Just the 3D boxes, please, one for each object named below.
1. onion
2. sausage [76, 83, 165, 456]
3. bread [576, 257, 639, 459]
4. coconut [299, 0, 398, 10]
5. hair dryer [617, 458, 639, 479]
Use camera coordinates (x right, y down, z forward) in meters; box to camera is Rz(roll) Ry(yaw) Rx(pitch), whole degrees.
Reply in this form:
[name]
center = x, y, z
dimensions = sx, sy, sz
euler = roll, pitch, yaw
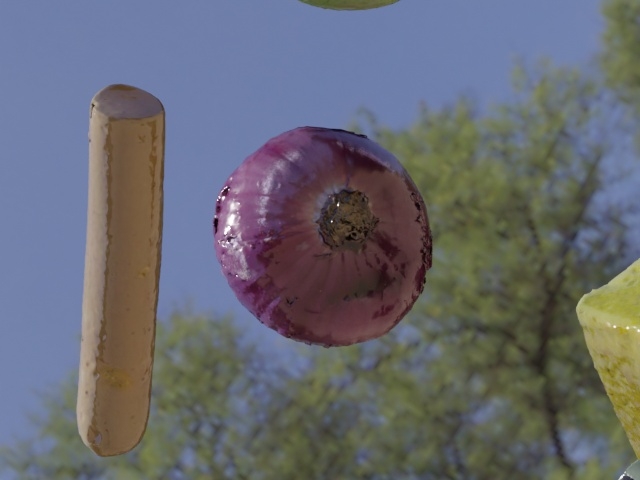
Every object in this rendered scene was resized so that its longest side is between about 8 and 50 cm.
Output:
[onion]
center = 0.000, 0.000, 0.936
dimensions = 0.115, 0.115, 0.104
euler = -42, 6, -27
[sausage]
center = -0.153, 0.030, 1.404
dimensions = 0.066, 0.066, 0.301
euler = -22, -51, -46
[bread]
center = 0.399, 0.107, 1.365
dimensions = 0.233, 0.361, 0.245
euler = -35, -64, -15
[coconut]
center = 0.034, -0.375, 1.729
dimensions = 0.328, 0.328, 0.281
euler = -51, -55, -12
[hair dryer]
center = 0.217, 0.172, 1.151
dimensions = 0.054, 0.106, 0.154
euler = -45, -31, 3
